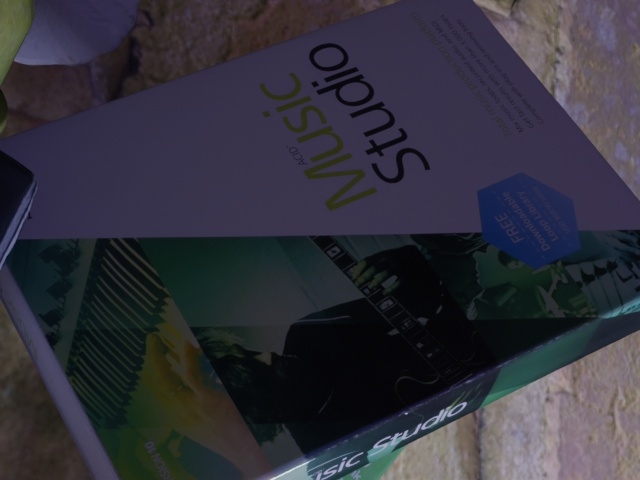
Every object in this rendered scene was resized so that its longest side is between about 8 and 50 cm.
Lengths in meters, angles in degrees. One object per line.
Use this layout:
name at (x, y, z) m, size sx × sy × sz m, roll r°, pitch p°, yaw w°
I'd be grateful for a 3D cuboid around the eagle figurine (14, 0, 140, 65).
eagle figurine at (-0.243, -0.225, 0.707) m, size 0.298 × 0.225 × 0.226 m, roll 10°, pitch 85°, yaw -61°

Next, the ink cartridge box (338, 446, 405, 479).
ink cartridge box at (0.016, 0.037, 0.840) m, size 0.289 × 0.211 × 0.121 m, roll -45°, pitch 104°, yaw -30°

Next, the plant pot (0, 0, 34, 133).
plant pot at (-0.165, -0.218, 0.501) m, size 0.276 × 0.276 × 0.254 m, roll 36°, pitch 98°, yaw -21°

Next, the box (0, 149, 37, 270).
box at (-0.375, -0.001, 0.526) m, size 0.395 × 0.293 × 0.212 m, roll 36°, pitch 45°, yaw -21°

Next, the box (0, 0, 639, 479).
box at (0.000, 0.000, 0.685) m, size 0.322 × 0.058 × 0.232 m, roll -24°, pitch 62°, yaw -21°
